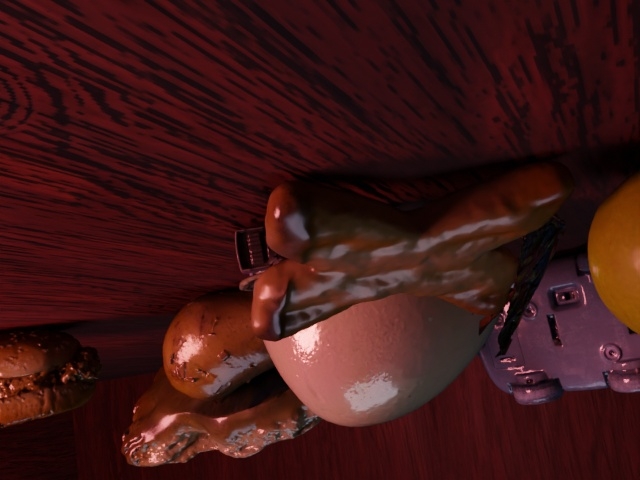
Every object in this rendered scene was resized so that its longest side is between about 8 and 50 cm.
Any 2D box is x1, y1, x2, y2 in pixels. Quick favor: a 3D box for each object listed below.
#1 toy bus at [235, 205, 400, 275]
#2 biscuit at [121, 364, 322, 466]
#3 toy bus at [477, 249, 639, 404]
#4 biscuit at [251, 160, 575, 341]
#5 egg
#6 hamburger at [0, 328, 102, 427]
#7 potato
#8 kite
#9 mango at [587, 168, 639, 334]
[{"bbox_3d":[0.000,0.000,0.610,0.131,0.037,0.052,-9,175,-2],"label":"toy bus"},{"bbox_3d":[-0.109,0.195,1.033,0.335,0.078,0.329,-34,-150,-17],"label":"biscuit"},{"bbox_3d":[0.383,0.109,1.145,0.294,0.197,0.232,-16,178,31],"label":"toy bus"},{"bbox_3d":[0.057,0.007,0.549,0.208,0.047,0.164,-6,145,-16],"label":"biscuit"},{"bbox_3d":[0.068,0.095,0.816,0.264,0.174,0.286,-12,173,43],"label":"egg"},{"bbox_3d":[-0.408,0.181,1.061,0.215,0.122,0.189,-9,177,-16],"label":"hamburger"},{"bbox_3d":[-0.111,0.119,0.954,0.176,0.137,0.137,-27,173,-11],"label":"potato"},{"bbox_3d":[0.199,0.028,0.760,0.009,0.232,0.189,27,-131,27],"label":"kite"},{"bbox_3d":[0.315,-0.005,0.510,0.273,0.149,0.185,-18,173,32],"label":"mango"}]
